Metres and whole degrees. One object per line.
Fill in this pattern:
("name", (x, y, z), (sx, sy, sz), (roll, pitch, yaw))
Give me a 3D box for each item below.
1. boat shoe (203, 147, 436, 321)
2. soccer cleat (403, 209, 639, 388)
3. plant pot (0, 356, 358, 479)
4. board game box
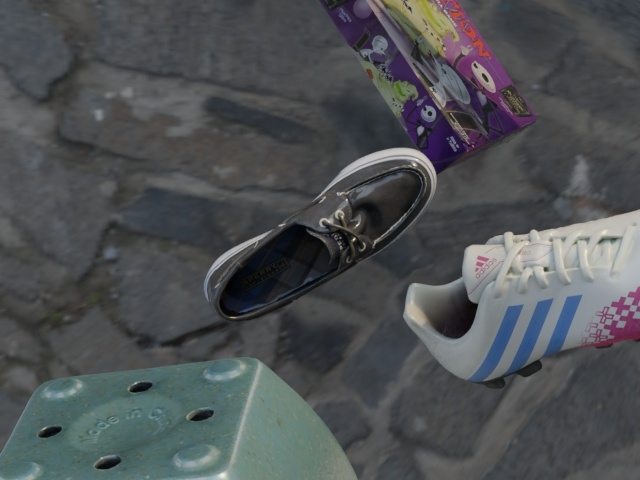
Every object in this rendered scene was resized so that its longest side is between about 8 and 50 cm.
("boat shoe", (0.000, 0.000, 1.438), (0.228, 0.076, 0.080), (-28, 105, 5))
("soccer cleat", (0.220, 0.038, 1.564), (0.331, 0.116, 0.143), (-30, 125, 34))
("plant pot", (-0.092, 0.215, 1.013), (0.247, 0.248, 0.252), (-8, 111, 9))
("board game box", (0.067, -0.233, 1.618), (0.056, 0.208, 0.347), (-35, 86, 24))
